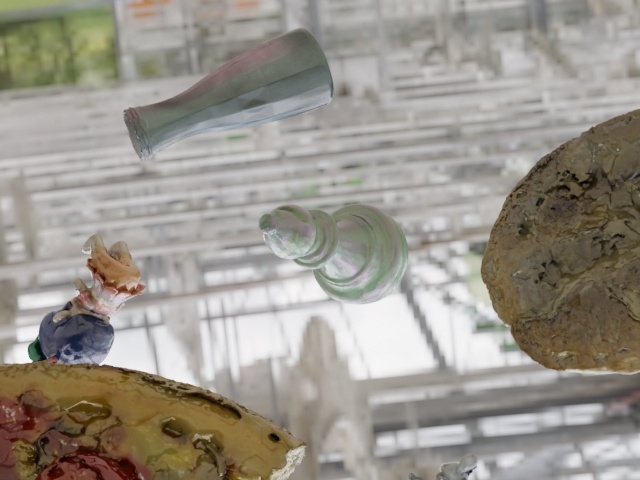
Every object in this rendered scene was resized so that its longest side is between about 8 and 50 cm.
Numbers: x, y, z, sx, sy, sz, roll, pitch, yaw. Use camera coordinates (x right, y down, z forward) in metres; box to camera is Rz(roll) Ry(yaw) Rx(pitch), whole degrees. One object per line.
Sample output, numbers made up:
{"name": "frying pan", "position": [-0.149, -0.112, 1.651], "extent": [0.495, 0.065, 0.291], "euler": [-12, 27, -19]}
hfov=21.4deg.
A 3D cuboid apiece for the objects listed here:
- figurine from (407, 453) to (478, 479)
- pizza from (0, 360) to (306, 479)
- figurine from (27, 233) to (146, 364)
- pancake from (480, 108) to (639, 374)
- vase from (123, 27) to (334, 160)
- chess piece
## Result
{"name": "figurine", "position": [0.157, 0.284, 1.961], "extent": [0.086, 0.082, 0.094], "euler": [-34, 173, 9]}
{"name": "pizza", "position": [-0.249, 0.301, 1.577], "extent": [0.440, 0.406, 0.130], "euler": [3, 151, 9]}
{"name": "figurine", "position": [-0.305, 0.097, 2.187], "extent": [0.111, 0.195, 0.102], "euler": [17, -158, -41]}
{"name": "pancake", "position": [0.375, 0.002, 1.998], "extent": [0.387, 0.386, 0.082], "euler": [-1, 147, 31]}
{"name": "vase", "position": [-0.098, -0.146, 1.761], "extent": [0.214, 0.086, 0.086], "euler": [-22, -168, -13]}
{"name": "chess piece", "position": [0.000, 0.000, 2.225], "extent": [0.139, 0.139, 0.272], "euler": [-1, 169, 30]}
